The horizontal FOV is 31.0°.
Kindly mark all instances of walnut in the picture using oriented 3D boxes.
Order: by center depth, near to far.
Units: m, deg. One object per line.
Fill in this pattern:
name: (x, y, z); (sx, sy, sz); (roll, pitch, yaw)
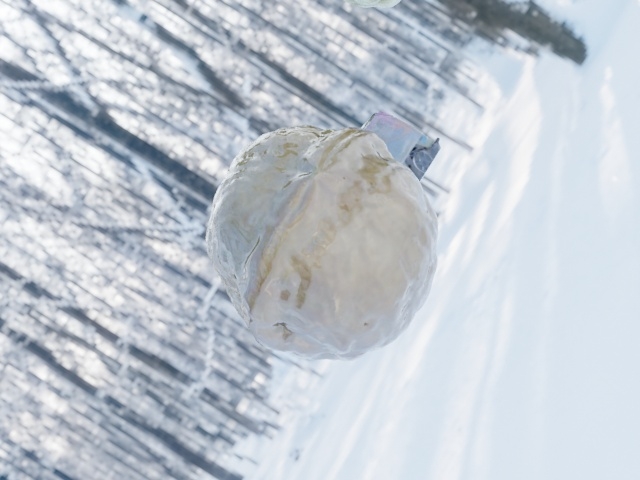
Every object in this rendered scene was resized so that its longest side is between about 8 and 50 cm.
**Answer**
walnut: (0.003, -0.002, 1.507); (0.306, 0.306, 0.344); (-58, -14, -20)

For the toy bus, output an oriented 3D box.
toy bus: (0.063, -0.064, 2.152); (0.386, 0.162, 0.171); (-56, -2, -34)

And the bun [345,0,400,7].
bun: (0.098, -0.554, 2.325); (0.259, 0.259, 0.160); (124, 151, -78)
